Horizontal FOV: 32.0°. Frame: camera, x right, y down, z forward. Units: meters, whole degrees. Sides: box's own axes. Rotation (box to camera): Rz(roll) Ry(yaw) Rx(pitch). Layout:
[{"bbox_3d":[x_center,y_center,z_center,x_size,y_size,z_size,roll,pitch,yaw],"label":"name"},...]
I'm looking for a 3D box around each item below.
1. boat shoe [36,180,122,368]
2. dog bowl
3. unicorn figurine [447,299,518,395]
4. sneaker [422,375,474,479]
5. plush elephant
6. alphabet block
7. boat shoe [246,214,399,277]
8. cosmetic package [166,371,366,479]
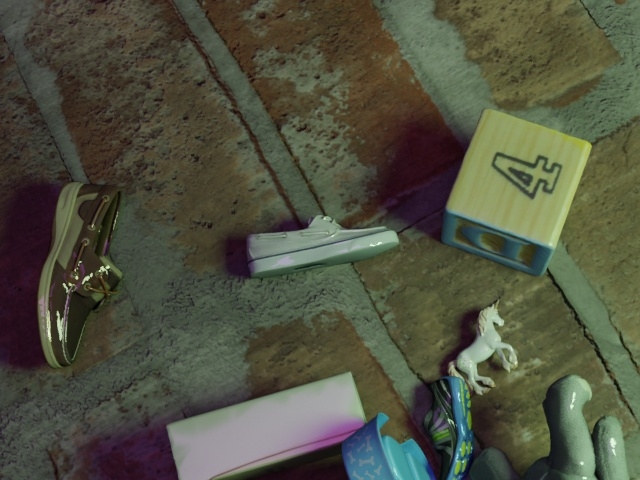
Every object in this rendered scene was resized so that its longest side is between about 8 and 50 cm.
[{"bbox_3d":[-0.410,0.057,1.954,0.123,0.123,0.341,2,67,7],"label":"boat shoe"},{"bbox_3d":[0.118,0.378,1.730,0.074,0.297,0.165,-27,57,11],"label":"dog bowl"},{"bbox_3d":[0.280,0.184,1.884,0.162,0.060,0.111,-39,75,-7],"label":"unicorn figurine"},{"bbox_3d":[0.210,0.321,1.855,0.078,0.067,0.188,-8,76,30],"label":"sneaker"},{"bbox_3d":[0.439,0.407,1.722,0.271,0.256,0.330,-56,33,27],"label":"plush elephant"},{"bbox_3d":[0.328,-0.078,1.893,0.194,0.192,0.197,20,75,9],"label":"alphabet block"},{"bbox_3d":[0.000,0.000,1.951,0.268,0.096,0.088,-12,77,10],"label":"boat shoe"},{"bbox_3d":[-0.079,0.318,1.824,0.310,0.160,0.113,-17,73,1],"label":"cosmetic package"}]
